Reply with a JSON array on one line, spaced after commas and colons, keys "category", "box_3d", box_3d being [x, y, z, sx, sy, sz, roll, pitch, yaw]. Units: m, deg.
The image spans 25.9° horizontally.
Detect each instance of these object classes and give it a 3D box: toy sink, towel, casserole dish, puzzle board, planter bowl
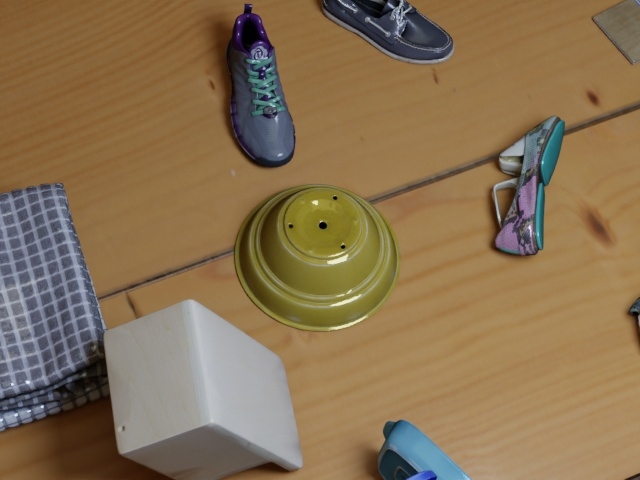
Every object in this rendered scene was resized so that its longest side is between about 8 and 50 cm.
[{"category": "toy sink", "box_3d": [-0.137, 0.191, 1.619, 0.131, 0.234, 0.153, -21, 62, 17]}, {"category": "towel", "box_3d": [-0.385, 0.081, 1.680, 0.235, 0.121, 0.284, -16, 64, -12]}, {"category": "casserole dish", "box_3d": [0.131, 0.288, 1.610, 0.037, 0.114, 0.188, -37, 70, -28]}, {"category": "puzzle board", "box_3d": [0.476, -0.316, 2.036, 0.128, 0.011, 0.096, -28, 66, -19]}, {"category": "planter bowl", "box_3d": [0.000, 0.000, 1.775, 0.217, 0.090, 0.217, 2, 62, -4]}]

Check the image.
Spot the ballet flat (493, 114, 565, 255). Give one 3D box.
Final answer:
[{"category": "ballet flat", "box_3d": [0.272, -0.078, 1.858, 0.079, 0.077, 0.222, 4, 59, 20]}]

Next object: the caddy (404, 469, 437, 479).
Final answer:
[{"category": "caddy", "box_3d": [0.011, 0.377, 1.483, 0.341, 0.241, 0.179, -33, 73, -21]}]

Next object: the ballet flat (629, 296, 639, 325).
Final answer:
[{"category": "ballet flat", "box_3d": [0.450, 0.148, 1.756, 0.070, 0.070, 0.188, -18, 62, -14]}]

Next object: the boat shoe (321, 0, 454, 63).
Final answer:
[{"category": "boat shoe", "box_3d": [0.096, -0.315, 1.971, 0.206, 0.065, 0.075, 26, 62, 9]}]

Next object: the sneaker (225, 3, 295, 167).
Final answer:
[{"category": "sneaker", "box_3d": [-0.087, -0.208, 1.878, 0.083, 0.098, 0.224, -12, 62, -11]}]
